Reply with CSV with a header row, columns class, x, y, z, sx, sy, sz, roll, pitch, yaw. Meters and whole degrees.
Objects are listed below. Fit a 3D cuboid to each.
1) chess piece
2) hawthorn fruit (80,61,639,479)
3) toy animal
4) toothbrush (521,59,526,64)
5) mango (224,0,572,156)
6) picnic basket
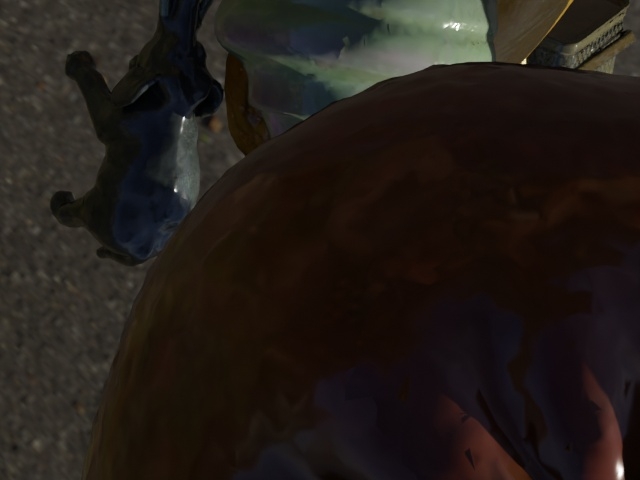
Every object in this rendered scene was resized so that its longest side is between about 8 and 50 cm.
class,x,y,z,sx,sy,sz,roll,pitch,yaw
chess piece,0.000,0.000,0.845,0.139,0.139,0.271,6,98,-32
hawthorn fruit,0.059,0.087,0.504,0.277,0.298,0.276,-1,94,-13
toy animal,-0.129,-0.104,1.272,0.082,0.137,0.269,0,116,-37
toothbrush,0.194,-0.171,1.659,0.021,0.024,0.288,-19,130,-18
mango,0.077,-0.177,1.266,0.359,0.144,0.187,-44,138,-7
picnic basket,0.219,-0.239,2.000,0.165,0.267,0.139,-39,145,-44
